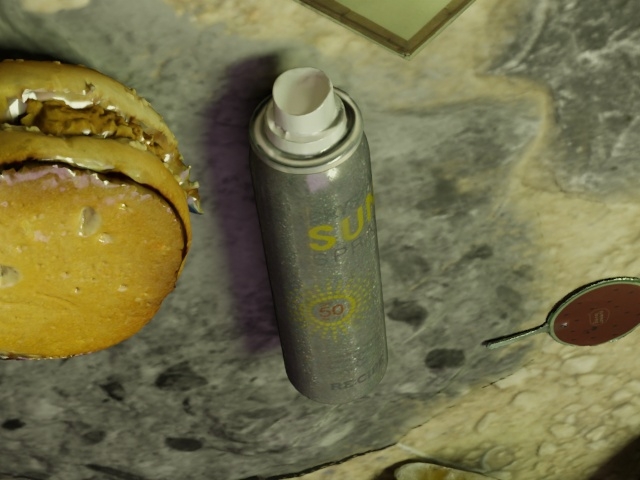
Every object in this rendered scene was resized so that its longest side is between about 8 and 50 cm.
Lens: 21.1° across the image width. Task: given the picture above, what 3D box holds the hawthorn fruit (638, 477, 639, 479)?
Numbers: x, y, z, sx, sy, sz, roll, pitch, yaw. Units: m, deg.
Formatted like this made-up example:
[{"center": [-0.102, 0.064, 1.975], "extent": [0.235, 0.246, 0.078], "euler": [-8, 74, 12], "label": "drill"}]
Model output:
[{"center": [0.379, 0.259, 1.408], "extent": [0.262, 0.258, 0.258], "euler": [34, 126, -11], "label": "hawthorn fruit"}]

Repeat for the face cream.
[{"center": [0.000, 0.000, 1.080], "extent": [0.073, 0.073, 0.283], "euler": [-13, 142, -4], "label": "face cream"}]

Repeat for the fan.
[{"center": [0.187, 0.061, 1.277], "extent": [0.133, 0.005, 0.085], "euler": [-16, 143, -2], "label": "fan"}]

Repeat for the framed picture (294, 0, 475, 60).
[{"center": [0.067, -0.198, 0.907], "extent": [0.173, 0.010, 0.231], "euler": [24, 127, -40], "label": "framed picture"}]

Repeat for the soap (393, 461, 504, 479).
[{"center": [0.158, 0.281, 1.433], "extent": [0.160, 0.080, 0.257], "euler": [10, 154, 28], "label": "soap"}]

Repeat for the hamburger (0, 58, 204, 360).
[{"center": [-0.171, -0.014, 0.968], "extent": [0.191, 0.118, 0.182], "euler": [-40, 133, 23], "label": "hamburger"}]
